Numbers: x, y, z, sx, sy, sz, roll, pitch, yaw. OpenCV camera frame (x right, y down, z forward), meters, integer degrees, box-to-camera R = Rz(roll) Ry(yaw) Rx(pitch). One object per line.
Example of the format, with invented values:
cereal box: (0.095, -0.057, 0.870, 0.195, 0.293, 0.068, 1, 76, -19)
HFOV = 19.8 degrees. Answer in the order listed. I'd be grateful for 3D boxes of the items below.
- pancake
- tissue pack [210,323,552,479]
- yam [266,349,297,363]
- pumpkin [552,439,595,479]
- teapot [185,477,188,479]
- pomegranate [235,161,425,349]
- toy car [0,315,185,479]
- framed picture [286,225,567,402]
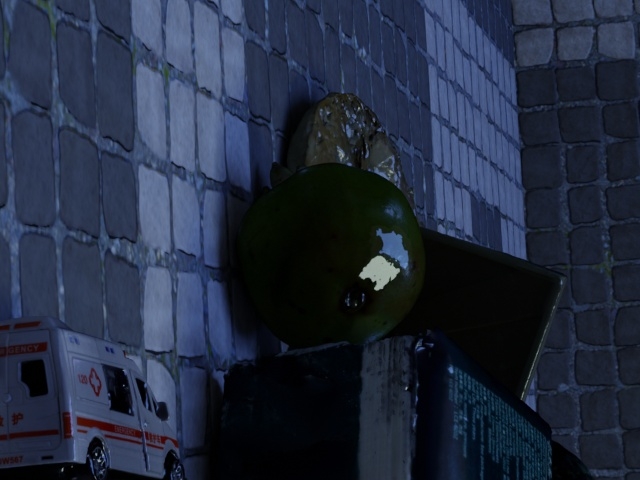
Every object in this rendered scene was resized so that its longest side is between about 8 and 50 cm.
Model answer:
pancake: (0.041, 0.020, 2.048, 0.387, 0.082, 0.387, -9, 90, -71)
tissue pack: (0.054, 0.315, 1.577, 0.264, 0.253, 0.416, 37, 48, -47)
yam: (-0.012, 0.176, 1.802, 0.079, 0.079, 0.141, -35, 119, -74)
pumpkin: (0.206, 0.377, 2.134, 0.238, 0.315, 0.315, 17, 69, -63)
teapot: (-0.089, 0.244, 1.492, 0.121, 0.076, 0.068, 57, 1, 21)
pomegranate: (0.001, 0.001, 1.761, 0.225, 0.187, 0.187, -122, -167, -51)
toy car: (-0.160, 0.117, 1.207, 0.210, 0.089, 0.108, 33, 49, -69)
framed picture: (0.097, 0.084, 1.799, 0.023, 0.260, 0.189, 18, 90, -63)
